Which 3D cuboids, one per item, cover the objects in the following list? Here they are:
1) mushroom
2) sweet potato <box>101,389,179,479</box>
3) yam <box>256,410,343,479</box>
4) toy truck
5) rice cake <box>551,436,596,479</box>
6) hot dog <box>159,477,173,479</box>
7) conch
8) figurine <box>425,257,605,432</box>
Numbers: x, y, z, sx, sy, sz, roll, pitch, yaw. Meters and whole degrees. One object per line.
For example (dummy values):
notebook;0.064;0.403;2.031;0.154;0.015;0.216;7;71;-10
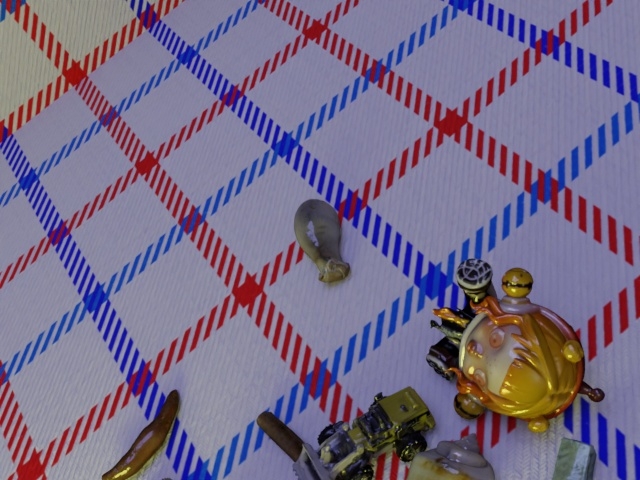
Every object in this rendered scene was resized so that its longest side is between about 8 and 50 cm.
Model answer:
mushroom;0.000;0.000;1.828;0.116;0.093;0.225;-7;45;-4
sweet potato;-0.385;0.445;1.711;0.078;0.058;0.255;3;51;53
yam;-0.037;0.435;1.551;0.046;0.046;0.264;-47;50;-12
toy truck;0.081;0.384;1.467;0.286;0.111;0.136;-28;45;-12
rice cake;0.397;0.497;1.279;0.066;0.063;0.336;1;57;39
hot dog;-0.352;0.589;1.588;0.099;0.053;0.192;16;62;38
conch;0.209;0.453;1.361;0.158;0.127;0.255;17;66;34
figurine;0.356;0.206;1.428;0.323;0.196;0.320;44;125;49
